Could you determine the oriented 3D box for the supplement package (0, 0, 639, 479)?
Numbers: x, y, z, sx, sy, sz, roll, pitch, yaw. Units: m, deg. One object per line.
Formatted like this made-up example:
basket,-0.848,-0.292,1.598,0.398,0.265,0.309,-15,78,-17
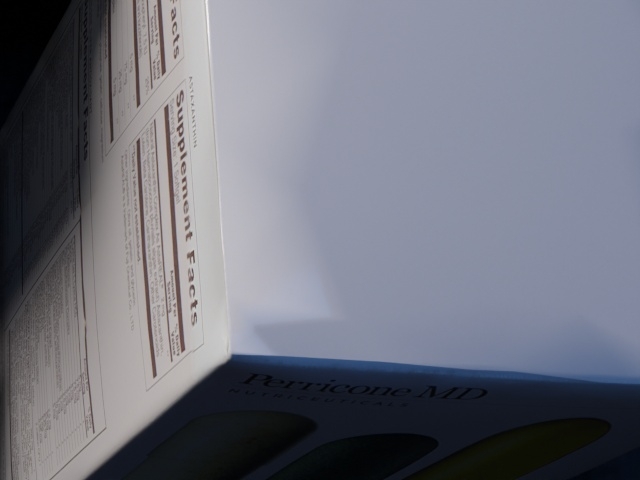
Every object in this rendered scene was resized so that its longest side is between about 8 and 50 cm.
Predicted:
supplement package,0.000,0.000,0.588,0.199,0.263,0.198,5,65,-24
